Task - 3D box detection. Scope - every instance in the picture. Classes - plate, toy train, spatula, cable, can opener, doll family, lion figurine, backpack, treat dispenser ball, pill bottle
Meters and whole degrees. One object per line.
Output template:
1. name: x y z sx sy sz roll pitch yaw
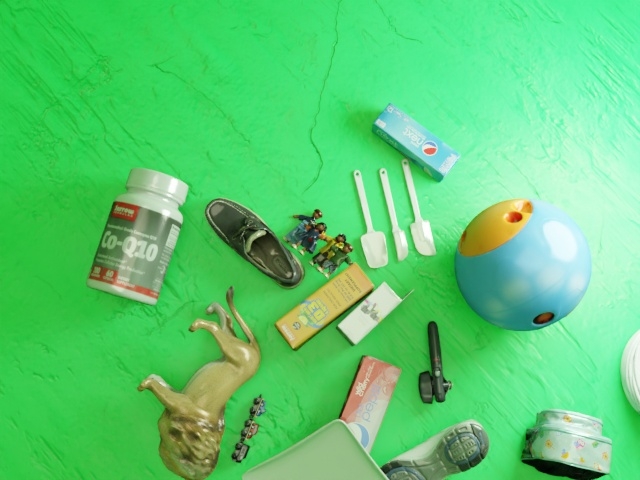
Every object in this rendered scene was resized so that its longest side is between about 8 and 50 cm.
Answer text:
1. plate: 0.018 0.532 1.636 0.277 0.045 0.278 -34 99 19
2. toy train: -0.156 0.421 1.725 0.036 0.027 0.158 22 81 -1
3. spatula: 0.165 -0.066 1.818 0.168 0.019 0.242 -12 81 -2
4. cable: 0.809 0.301 1.732 0.257 0.089 0.257 -9 80 -3
5. can opener: 0.258 0.275 1.741 0.073 0.059 0.186 0 81 0
6. doll family: 0.000 0.000 1.771 0.193 0.076 0.111 42 84 13
7. lion figurine: -0.237 0.315 1.688 0.240 0.142 0.392 40 78 -2
8. backpack: 0.534 0.439 1.652 0.165 0.188 0.144 15 80 2
9. treat dispenser ball: 0.434 0.052 1.666 0.288 0.288 0.288 0 80 -1
10. pill bottle: -0.404 -0.009 1.726 0.161 0.161 0.283 16 81 2

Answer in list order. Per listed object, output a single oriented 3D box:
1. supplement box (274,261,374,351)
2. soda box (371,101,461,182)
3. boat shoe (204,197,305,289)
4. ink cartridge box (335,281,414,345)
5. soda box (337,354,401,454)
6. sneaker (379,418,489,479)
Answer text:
1. supplement box: 0.009 0.151 1.749 0.233 0.080 0.078 -38 82 -5
2. soda box: 0.224 -0.230 1.820 0.210 0.071 0.067 38 83 5
3. boat shoe: -0.151 0.000 1.763 0.285 0.092 0.103 44 82 6
4. ink cartridge box: 0.121 0.154 1.736 0.181 0.104 0.061 -42 84 -8
5. soda box: 0.089 0.391 1.706 0.092 0.083 0.263 21 81 3
6. sneaker: 0.240 0.487 1.683 0.297 0.129 0.111 -31 84 13
